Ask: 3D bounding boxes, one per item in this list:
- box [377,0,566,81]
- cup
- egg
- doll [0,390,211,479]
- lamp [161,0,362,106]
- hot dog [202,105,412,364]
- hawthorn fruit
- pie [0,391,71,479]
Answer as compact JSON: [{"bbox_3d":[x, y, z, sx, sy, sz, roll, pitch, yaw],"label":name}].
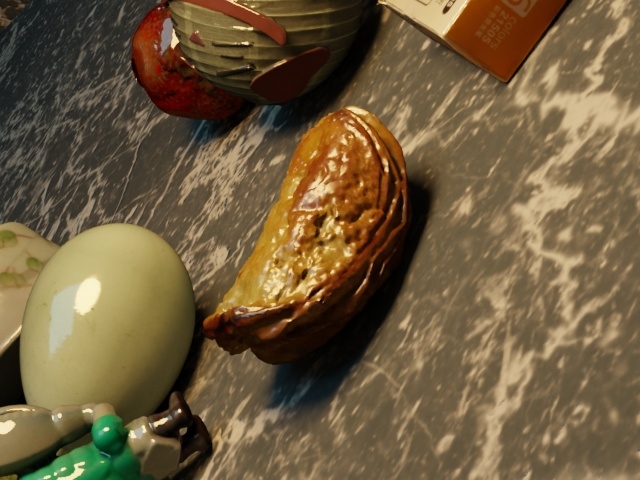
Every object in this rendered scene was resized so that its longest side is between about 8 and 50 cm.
[{"bbox_3d":[0.194,-0.303,1.591,0.274,0.091,0.221,-54,23,4],"label":"box"},{"bbox_3d":[-0.415,0.108,1.965,0.347,0.163,0.347,-49,-5,-6],"label":"cup"},{"bbox_3d":[-0.231,0.104,1.755,0.183,0.183,0.264,-28,40,48],"label":"egg"},{"bbox_3d":[-0.237,0.249,1.622,0.153,0.258,0.195,-123,26,-64],"label":"doll"},{"bbox_3d":[-0.062,-0.268,1.899,0.233,0.233,0.265,-57,35,-6],"label":"lamp"},{"bbox_3d":[0.001,0.003,1.524,0.259,0.114,0.175,-61,18,-21],"label":"hot dog"},{"bbox_3d":[-0.157,-0.240,2.142,0.181,0.181,0.235,-55,9,-1],"label":"hawthorn fruit"},{"bbox_3d":[-0.320,0.210,1.924,0.277,0.078,0.277,-42,26,25],"label":"pie"}]
